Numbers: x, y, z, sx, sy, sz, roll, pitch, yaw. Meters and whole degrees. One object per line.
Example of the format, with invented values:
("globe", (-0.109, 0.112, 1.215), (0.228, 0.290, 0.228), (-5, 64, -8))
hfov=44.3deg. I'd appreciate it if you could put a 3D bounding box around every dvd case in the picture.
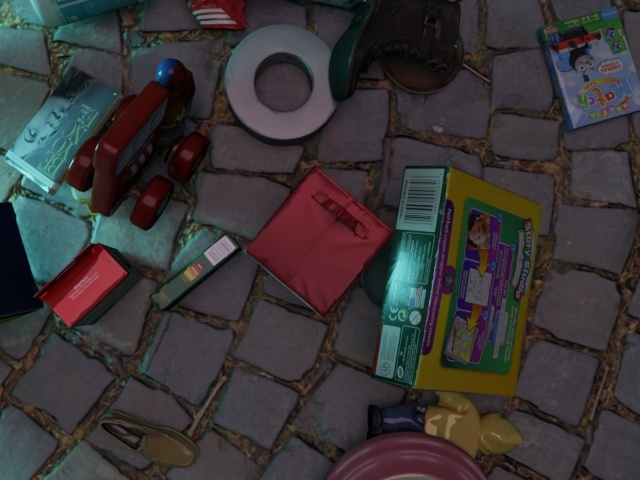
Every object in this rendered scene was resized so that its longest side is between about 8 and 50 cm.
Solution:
("dvd case", (-0.474, -0.206, 1.444), (0.164, 0.018, 0.221), (31, 84, 34))

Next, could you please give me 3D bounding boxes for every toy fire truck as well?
("toy fire truck", (-0.298, -0.182, 1.357), (0.169, 0.254, 0.302), (32, 56, -3))

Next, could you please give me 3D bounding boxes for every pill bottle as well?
("pill bottle", (-0.404, -0.496, 1.450), (0.263, 0.146, 0.146), (-17, 87, -5))

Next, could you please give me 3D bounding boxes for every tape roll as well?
("tape roll", (-0.070, -0.292, 1.493), (0.219, 0.072, 0.219), (0, 86, -3))

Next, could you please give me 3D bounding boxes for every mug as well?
("mug", (-0.425, -0.089, 1.463), (0.064, 0.062, 0.078), (-11, 80, 3))

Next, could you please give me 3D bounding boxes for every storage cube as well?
("storage cube", (0.000, 0.000, 1.411), (0.183, 0.215, 0.193), (40, 91, -1))

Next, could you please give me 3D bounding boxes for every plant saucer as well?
("plant saucer", (0.197, -0.367, 1.537), (0.168, 0.029, 0.169), (0, 85, -3))
("plant saucer", (0.153, 0.507, 1.397), (0.331, 0.084, 0.332), (0, 104, -1))
("plant saucer", (0.137, 0.075, 1.504), (0.119, 0.021, 0.120), (0, 85, -4))

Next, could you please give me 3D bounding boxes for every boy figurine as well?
("boy figurine", (0.230, 0.346, 1.456), (0.285, 0.092, 0.177), (0, 85, -4))

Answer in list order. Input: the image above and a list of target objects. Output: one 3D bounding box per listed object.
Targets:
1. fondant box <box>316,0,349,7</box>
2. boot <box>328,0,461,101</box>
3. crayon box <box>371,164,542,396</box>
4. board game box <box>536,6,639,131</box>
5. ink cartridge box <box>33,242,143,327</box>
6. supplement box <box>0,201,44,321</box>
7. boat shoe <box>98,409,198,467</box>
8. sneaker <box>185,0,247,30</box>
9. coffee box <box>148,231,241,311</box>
("fondant box", (-0.035, -0.579, 1.455), (0.330, 0.096, 0.239), (4, 85, -25))
("boot", (0.150, -0.356, 1.456), (0.228, 0.091, 0.263), (15, 95, -26))
("crayon box", (0.249, 0.080, 1.382), (0.313, 0.106, 0.363), (15, 83, -46))
("board game box", (0.535, -0.337, 1.551), (0.160, 0.039, 0.212), (-16, 88, -5))
("ink cartridge box", (-0.396, 0.078, 1.364), (0.134, 0.231, 0.078), (-44, 90, -5))
("supplement box", (-0.677, 0.084, 1.300), (0.356, 0.195, 0.194), (-19, 87, 21))
("boat shoe", (-0.315, 0.368, 1.427), (0.189, 0.072, 0.068), (20, 85, -2))
("sneaker", (-0.152, -0.479, 1.513), (0.221, 0.087, 0.128), (-32, 109, -10))
("coffee box", (-0.227, 0.058, 1.437), (0.184, 0.113, 0.040), (-40, 90, -4))
